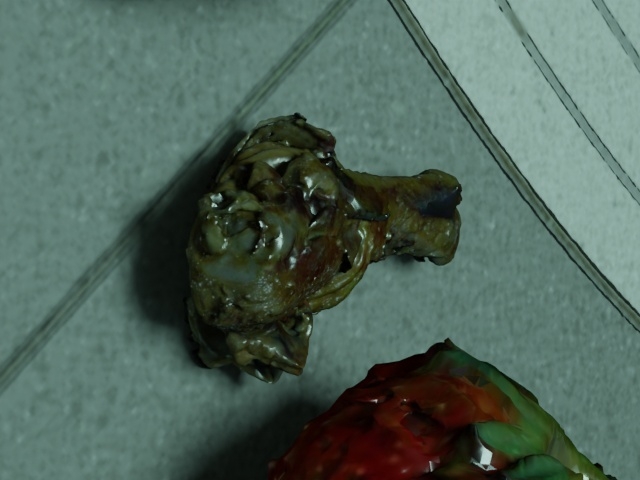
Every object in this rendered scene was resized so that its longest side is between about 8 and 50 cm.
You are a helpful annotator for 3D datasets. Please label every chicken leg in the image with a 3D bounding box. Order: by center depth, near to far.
[{"bbox_3d":[-0.002,-0.007,0.925,0.196,0.080,0.125,-37,124,-43],"label":"chicken leg"}]

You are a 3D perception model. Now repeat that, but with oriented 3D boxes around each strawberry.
[{"bbox_3d":[0.046,0.213,0.865,0.238,0.250,0.288,38,95,-1],"label":"strawberry"}]
